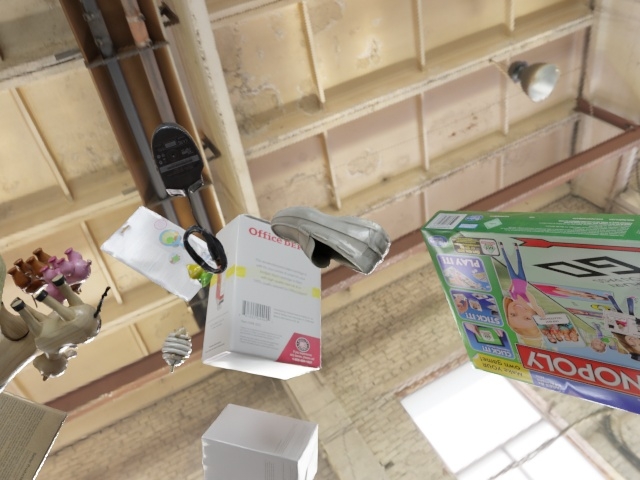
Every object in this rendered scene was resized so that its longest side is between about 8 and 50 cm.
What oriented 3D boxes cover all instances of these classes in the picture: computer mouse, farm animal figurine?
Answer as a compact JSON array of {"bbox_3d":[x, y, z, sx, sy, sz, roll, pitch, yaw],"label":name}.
[{"bbox_3d":[-0.196,-0.063,0.844,0.071,0.041,0.241,-17,-83,-2],"label":"computer mouse"},{"bbox_3d":[-0.511,0.165,0.964,0.327,0.330,0.172,-40,-63,-16],"label":"farm animal figurine"}]

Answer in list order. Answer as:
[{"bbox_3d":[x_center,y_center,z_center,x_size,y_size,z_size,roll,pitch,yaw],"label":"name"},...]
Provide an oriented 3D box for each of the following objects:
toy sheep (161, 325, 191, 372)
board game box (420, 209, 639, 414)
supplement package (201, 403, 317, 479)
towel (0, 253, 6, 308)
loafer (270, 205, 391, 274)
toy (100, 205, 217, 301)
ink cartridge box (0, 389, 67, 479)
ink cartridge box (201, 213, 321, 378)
[{"bbox_3d":[-0.405,0.306,1.555,0.091,0.091,0.132,39,-122,-46],"label":"toy sheep"},{"bbox_3d":[0.267,0.073,0.543,0.046,0.317,0.213,-40,-63,-32],"label":"board game box"},{"bbox_3d":[-0.172,0.620,1.604,0.175,0.293,0.177,-44,-41,-64],"label":"supplement package"},{"bbox_3d":[-0.511,0.068,0.839,0.027,0.148,0.110,-2,-33,-10],"label":"towel"},{"bbox_3d":[0.000,0.000,1.180,0.112,0.320,0.111,46,-114,-40],"label":"loafer"},{"bbox_3d":[-0.340,0.035,1.209,0.137,0.237,0.056,-54,-17,-29],"label":"toy"},{"bbox_3d":[-0.692,0.451,1.179,0.193,0.234,0.088,29,-32,-16],"label":"ink cartridge box"},{"bbox_3d":[-0.150,0.157,1.516,0.279,0.384,0.160,20,-33,-32],"label":"ink cartridge box"}]
